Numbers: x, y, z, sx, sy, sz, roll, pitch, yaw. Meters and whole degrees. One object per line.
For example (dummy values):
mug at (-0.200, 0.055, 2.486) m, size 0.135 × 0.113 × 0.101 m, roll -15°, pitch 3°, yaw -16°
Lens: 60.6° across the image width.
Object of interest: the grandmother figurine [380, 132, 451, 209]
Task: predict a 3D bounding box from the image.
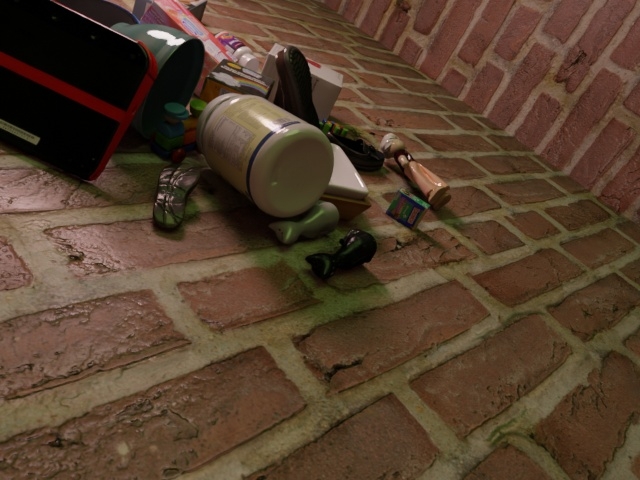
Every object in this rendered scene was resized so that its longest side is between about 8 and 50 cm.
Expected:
grandmother figurine at (0.331, -0.258, 1.959) m, size 0.342 × 0.104 × 0.208 m, roll 55°, pitch 3°, yaw 29°

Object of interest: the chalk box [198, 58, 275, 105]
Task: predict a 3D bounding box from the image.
chalk box at (-0.262, -0.432, 1.698) m, size 0.180 × 0.179 × 0.289 m, roll 23°, pitch 30°, yaw -7°

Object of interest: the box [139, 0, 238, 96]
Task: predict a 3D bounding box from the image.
box at (-0.443, -0.639, 1.813) m, size 0.300 × 0.142 × 0.154 m, roll 43°, pitch 28°, yaw -14°

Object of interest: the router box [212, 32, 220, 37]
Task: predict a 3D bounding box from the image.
router box at (-0.412, -0.835, 2.315) m, size 0.092 × 0.038 × 0.122 m, roll 26°, pitch 31°, yaw -4°

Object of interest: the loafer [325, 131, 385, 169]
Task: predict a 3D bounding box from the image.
loafer at (0.121, -0.313, 1.899) m, size 0.302 × 0.095 × 0.109 m, roll 0°, pitch 39°, yaw -38°

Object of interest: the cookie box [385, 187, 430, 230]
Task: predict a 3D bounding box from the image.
cookie box at (0.271, -0.097, 1.702) m, size 0.107 × 0.092 × 0.040 m, roll 33°, pitch 34°, yaw 8°

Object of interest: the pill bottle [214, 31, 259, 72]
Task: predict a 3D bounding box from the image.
pill bottle at (-0.332, -0.727, 2.149) m, size 0.193 × 0.108 × 0.108 m, roll 42°, pitch 33°, yaw 22°

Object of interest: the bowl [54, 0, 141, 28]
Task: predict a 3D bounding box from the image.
bowl at (-0.700, -0.584, 1.562) m, size 0.391 × 0.077 × 0.391 m, roll 8°, pitch 47°, yaw -8°

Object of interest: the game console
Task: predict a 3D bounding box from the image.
game console at (-0.601, -0.358, 1.226) m, size 0.387 × 0.342 × 0.060 m, roll 25°, pitch -7°, yaw -2°

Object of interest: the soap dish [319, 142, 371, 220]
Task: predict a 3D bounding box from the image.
soap dish at (-0.009, -0.183, 1.581) m, size 0.229 × 0.118 × 0.291 m, roll 8°, pitch 36°, yaw -30°

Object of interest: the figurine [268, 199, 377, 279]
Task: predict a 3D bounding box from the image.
figurine at (0.000, 0.000, 1.354) m, size 0.215 × 0.092 × 0.209 m, roll 40°, pitch 37°, yaw 22°

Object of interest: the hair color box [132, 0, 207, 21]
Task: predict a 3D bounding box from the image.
hair color box at (-0.615, -0.954, 2.259) m, size 0.185 × 0.113 × 0.374 m, roll 23°, pitch 30°, yaw -8°

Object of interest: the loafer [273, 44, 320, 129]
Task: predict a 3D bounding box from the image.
loafer at (-0.097, -0.439, 1.733) m, size 0.130 × 0.366 × 0.134 m, roll 5°, pitch 50°, yaw 16°

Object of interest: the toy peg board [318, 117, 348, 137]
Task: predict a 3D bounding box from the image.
toy peg board at (0.015, -0.402, 1.967) m, size 0.161 × 0.079 × 0.160 m, roll 9°, pitch 36°, yaw -29°

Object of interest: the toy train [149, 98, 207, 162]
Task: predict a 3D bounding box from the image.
toy train at (-0.333, -0.316, 1.471) m, size 0.105 × 0.143 × 0.248 m, roll 38°, pitch 41°, yaw 16°

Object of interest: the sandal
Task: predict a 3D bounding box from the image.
sandal at (-0.336, -0.099, 1.263) m, size 0.090 × 0.060 × 0.219 m, roll 12°, pitch 48°, yaw -14°

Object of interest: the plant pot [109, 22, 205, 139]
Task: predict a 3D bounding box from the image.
plant pot at (-0.462, -0.440, 1.425) m, size 0.196 × 0.293 × 0.293 m, roll 31°, pitch 31°, yaw 0°

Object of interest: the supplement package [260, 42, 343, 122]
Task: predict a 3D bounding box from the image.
supplement package at (-0.080, -0.591, 2.079) m, size 0.293 × 0.175 × 0.177 m, roll 23°, pitch 30°, yaw -10°

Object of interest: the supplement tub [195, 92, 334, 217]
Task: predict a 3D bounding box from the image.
supplement tub at (-0.148, -0.224, 1.372) m, size 0.235 × 0.235 × 0.325 m, roll -5°, pitch 31°, yaw -42°
